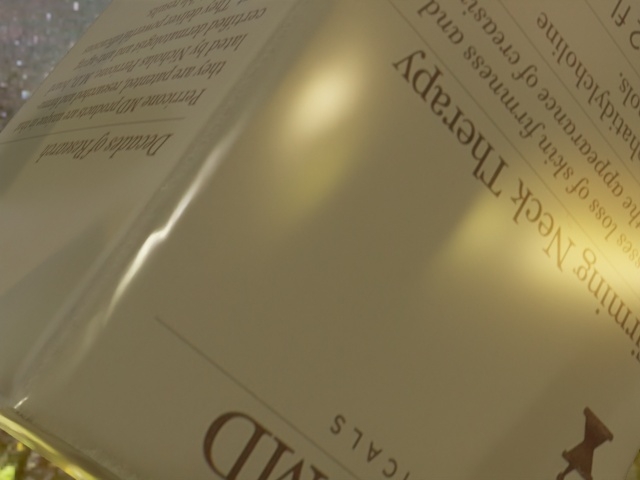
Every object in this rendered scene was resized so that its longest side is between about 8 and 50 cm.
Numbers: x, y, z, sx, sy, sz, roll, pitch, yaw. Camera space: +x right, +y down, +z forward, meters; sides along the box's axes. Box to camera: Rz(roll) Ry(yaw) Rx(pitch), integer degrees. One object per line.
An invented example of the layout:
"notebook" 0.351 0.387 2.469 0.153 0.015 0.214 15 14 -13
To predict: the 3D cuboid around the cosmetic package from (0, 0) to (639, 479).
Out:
"cosmetic package" 0.000 0.000 0.626 0.329 0.393 0.327 44 -22 -28
